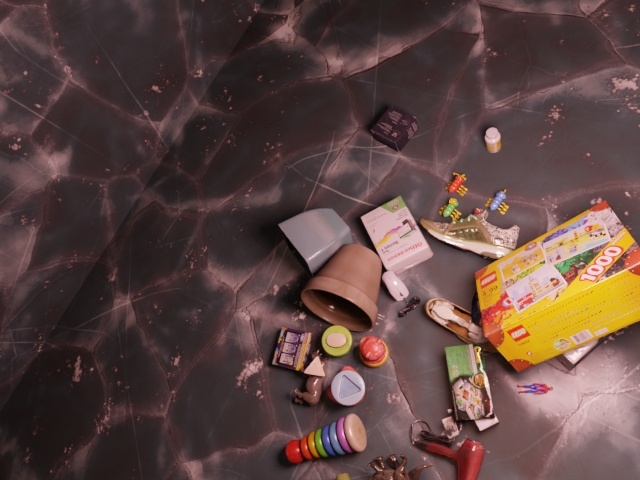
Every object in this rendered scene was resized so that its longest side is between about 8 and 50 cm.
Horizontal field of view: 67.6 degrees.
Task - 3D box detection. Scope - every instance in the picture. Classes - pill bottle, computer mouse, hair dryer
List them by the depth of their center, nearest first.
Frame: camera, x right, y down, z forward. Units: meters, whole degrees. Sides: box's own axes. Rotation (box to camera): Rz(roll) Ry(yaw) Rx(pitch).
[{"bbox_3d":[0.472,0.760,1.714,0.224,0.080,0.293,-36,52,22],"label":"hair dryer"},{"bbox_3d":[0.322,0.212,1.970,0.106,0.042,0.193,-37,86,6],"label":"computer mouse"},{"bbox_3d":[0.740,-0.432,2.052,0.065,0.116,0.065,-9,66,20],"label":"pill bottle"}]

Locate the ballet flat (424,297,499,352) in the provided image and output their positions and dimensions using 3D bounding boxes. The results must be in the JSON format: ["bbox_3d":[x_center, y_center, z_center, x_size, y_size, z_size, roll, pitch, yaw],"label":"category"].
[{"bbox_3d":[0.551,0.319,1.824,0.349,0.123,0.123,28,82,30],"label":"ballet flat"}]

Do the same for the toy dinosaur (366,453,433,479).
[{"bbox_3d":[0.267,0.870,1.737,0.314,0.121,0.160,-19,75,11],"label":"toy dinosaur"}]

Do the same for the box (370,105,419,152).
[{"bbox_3d":[0.354,-0.530,2.277,0.156,0.093,0.158,37,86,31],"label":"box"}]

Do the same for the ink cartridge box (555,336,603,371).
[{"bbox_3d":[0.907,0.301,1.626,0.273,0.197,0.114,-44,58,1],"label":"ink cartridge box"}]

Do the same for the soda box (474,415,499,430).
[{"bbox_3d":[0.558,0.575,1.740,0.074,0.069,0.216,-32,60,9],"label":"soda box"}]

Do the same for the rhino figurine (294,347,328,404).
[{"bbox_3d":[-0.028,0.567,1.999,0.107,0.073,0.243,10,71,22],"label":"rhino figurine"}]

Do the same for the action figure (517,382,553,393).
[{"bbox_3d":[0.761,0.526,1.696,0.115,0.030,0.038,-8,61,18],"label":"action figure"}]

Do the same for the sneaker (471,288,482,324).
[{"bbox_3d":[0.613,0.249,1.791,0.081,0.211,0.080,17,118,13],"label":"sneaker"}]

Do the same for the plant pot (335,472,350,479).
[{"bbox_3d":[0.089,0.925,1.801,0.083,0.083,0.079,-26,50,12],"label":"plant pot"}]

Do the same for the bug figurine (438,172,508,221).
[{"bbox_3d":[0.632,-0.163,2.014,0.279,0.072,0.216,29,83,30],"label":"bug figurine"}]

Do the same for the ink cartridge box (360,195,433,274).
[{"bbox_3d":[0.327,-0.019,2.061,0.202,0.117,0.278,-29,61,10],"label":"ink cartridge box"}]

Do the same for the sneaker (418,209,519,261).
[{"bbox_3d":[0.603,-0.044,1.921,0.411,0.158,0.181,21,89,21],"label":"sneaker"}]

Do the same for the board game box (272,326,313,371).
[{"bbox_3d":[-0.121,0.475,2.093,0.141,0.048,0.170,8,72,24],"label":"board game box"}]

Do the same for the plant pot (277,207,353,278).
[{"bbox_3d":[0.000,0.000,2.134,0.252,0.247,0.247,-34,58,-9],"label":"plant pot"}]

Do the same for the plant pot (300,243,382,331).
[{"bbox_3d":[0.121,0.177,1.986,0.324,0.323,0.280,13,59,28],"label":"plant pot"}]

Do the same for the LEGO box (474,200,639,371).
[{"bbox_3d":[0.788,0.147,1.563,0.500,0.193,0.372,-36,17,27],"label":"LEGO box"}]

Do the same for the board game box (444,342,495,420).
[{"bbox_3d":[0.535,0.507,1.723,0.136,0.030,0.259,-12,64,20],"label":"board game box"}]

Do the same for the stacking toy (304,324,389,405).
[{"bbox_3d":[0.095,0.480,1.903,0.280,0.130,0.308,27,75,17],"label":"stacking toy"}]

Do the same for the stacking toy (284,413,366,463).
[{"bbox_3d":[0.008,0.790,1.871,0.331,0.141,0.141,-25,61,20],"label":"stacking toy"}]
